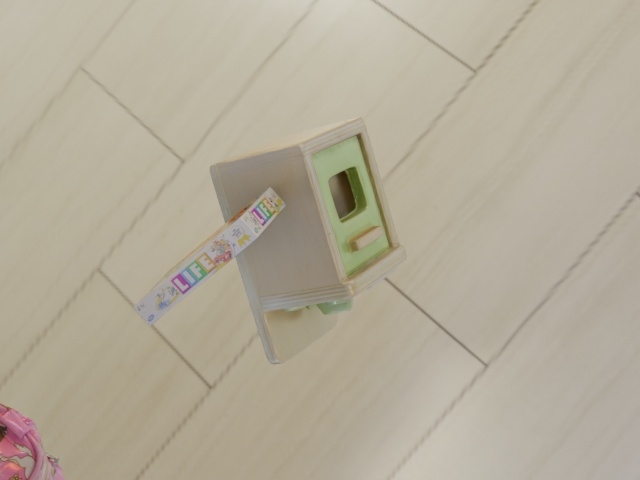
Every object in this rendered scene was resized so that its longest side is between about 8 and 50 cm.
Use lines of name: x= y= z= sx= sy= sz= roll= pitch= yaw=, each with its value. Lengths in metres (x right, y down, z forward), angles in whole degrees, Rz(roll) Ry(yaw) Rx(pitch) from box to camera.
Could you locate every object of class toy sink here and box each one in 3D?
toy sink: x=0.000 y=0.000 z=1.261 sx=0.131 sy=0.153 sz=0.234 roll=-10 pitch=100 yaw=31

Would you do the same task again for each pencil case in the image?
pencil case: x=-0.471 y=0.353 z=1.690 sx=0.160 sy=0.386 sz=0.167 roll=7 pitch=69 yaw=-4

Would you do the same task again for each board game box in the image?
board game box: x=-0.110 y=0.015 z=1.150 sx=0.154 sy=0.103 sz=0.026 roll=-38 pitch=97 yaw=22
